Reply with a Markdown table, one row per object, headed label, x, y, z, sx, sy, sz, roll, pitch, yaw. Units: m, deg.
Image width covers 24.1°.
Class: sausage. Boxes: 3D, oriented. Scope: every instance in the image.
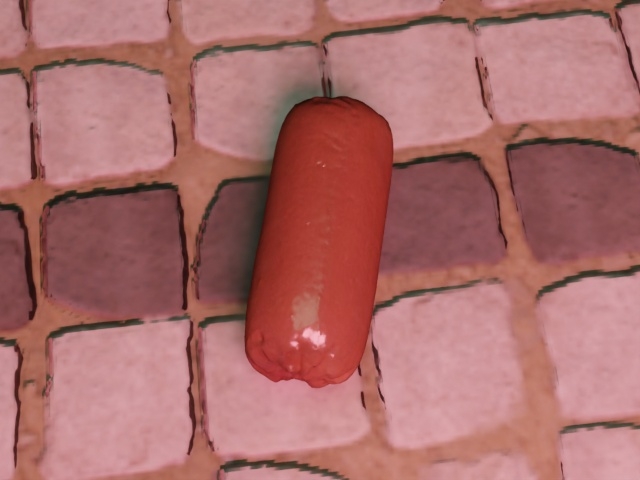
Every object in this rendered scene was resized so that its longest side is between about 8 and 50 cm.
| label | x | y | z | sx | sy | sz | roll | pitch | yaw |
| --- | --- | --- | --- | --- | --- | --- | --- | --- | --- |
| sausage | 0.000 | 0.000 | 0.747 | 0.062 | 0.062 | 0.154 | 6 | 62 | 6 |
